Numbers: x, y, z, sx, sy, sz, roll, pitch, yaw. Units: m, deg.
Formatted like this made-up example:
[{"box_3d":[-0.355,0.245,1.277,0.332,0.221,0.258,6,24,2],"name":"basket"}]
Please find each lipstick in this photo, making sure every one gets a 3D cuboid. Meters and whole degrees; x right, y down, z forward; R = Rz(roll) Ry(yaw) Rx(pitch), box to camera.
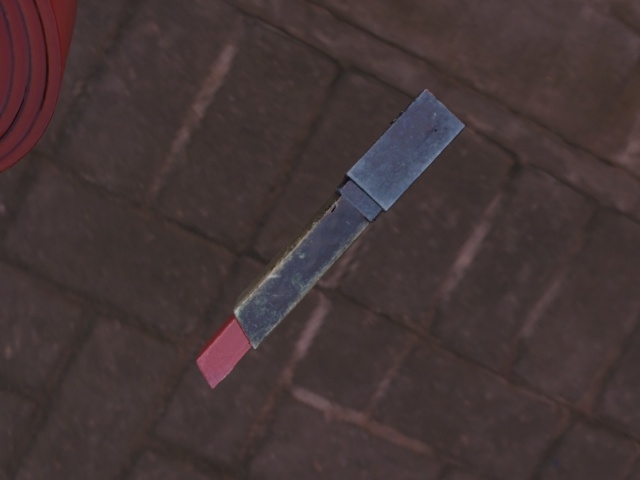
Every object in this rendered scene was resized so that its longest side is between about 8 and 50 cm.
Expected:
[{"box_3d":[0.000,0.000,1.369,0.051,0.051,0.312,43,89,-2],"name":"lipstick"}]

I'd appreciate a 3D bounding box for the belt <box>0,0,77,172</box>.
[{"box_3d":[-0.303,-0.199,1.192,0.227,0.115,0.324,-7,130,5],"name":"belt"}]
